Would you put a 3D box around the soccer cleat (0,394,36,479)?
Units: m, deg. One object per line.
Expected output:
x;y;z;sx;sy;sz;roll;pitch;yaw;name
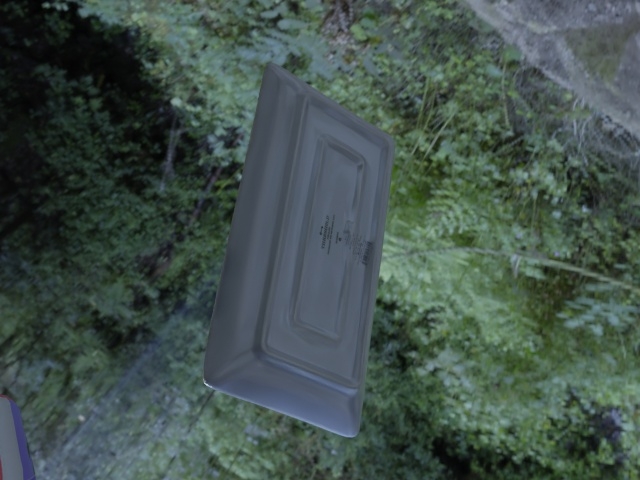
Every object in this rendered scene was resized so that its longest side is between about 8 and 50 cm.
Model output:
-0.280;0.176;0.524;0.318;0.116;0.108;-19;154;30;soccer cleat

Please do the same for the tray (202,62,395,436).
0.000;0.000;0.678;0.145;0.270;0.030;27;149;-33;tray
